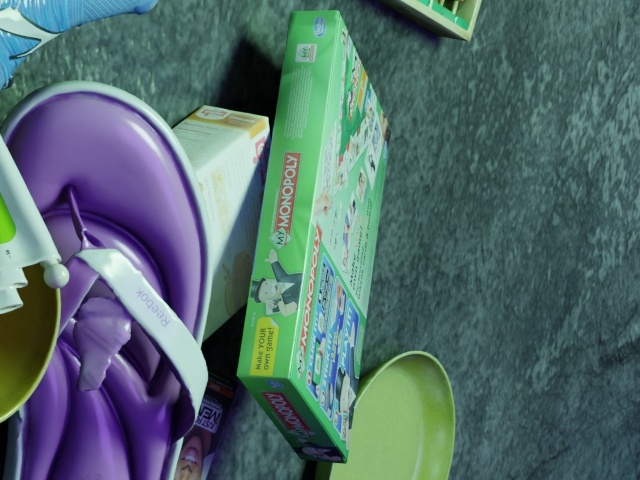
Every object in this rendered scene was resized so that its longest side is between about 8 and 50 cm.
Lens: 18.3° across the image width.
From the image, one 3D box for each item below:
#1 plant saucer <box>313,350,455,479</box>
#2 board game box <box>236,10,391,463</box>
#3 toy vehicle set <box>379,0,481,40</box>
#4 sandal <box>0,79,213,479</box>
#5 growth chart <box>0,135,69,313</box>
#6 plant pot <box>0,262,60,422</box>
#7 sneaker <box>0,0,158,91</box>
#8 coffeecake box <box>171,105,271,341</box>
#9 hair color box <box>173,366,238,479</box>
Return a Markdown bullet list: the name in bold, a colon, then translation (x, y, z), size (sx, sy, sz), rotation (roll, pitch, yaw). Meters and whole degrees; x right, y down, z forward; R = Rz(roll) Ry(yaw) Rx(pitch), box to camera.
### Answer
- **plant saucer**: translation (0.057, 0.221, 1.935), size (0.241, 0.037, 0.241), rotation (-26, 122, -52)
- **board game box**: translation (0.000, 0.000, 1.638), size (0.213, 0.046, 0.317), rotation (60, 35, -62)
- **toy vehicle set**: translation (0.085, -0.294, 1.788), size (0.267, 0.035, 0.166), rotation (19, 86, -59)
- **sandal**: translation (-0.152, 0.092, 1.420), size (0.169, 0.102, 0.416), rotation (-5, 112, -15)
- **growth chart**: translation (-0.274, -0.001, 1.222), size (0.237, 0.172, 0.021), rotation (-25, 162, -37)
- **plant pot**: translation (-0.253, 0.050, 1.318), size (0.134, 0.095, 0.134), rotation (-27, 123, -52)
- **sneaker**: translation (-0.224, -0.162, 1.287), size (0.330, 0.130, 0.147), rotation (-9, 125, -56)
- **coffeecake box**: translation (-0.109, 0.000, 1.555), size (0.185, 0.068, 0.142), rotation (-41, 134, -44)
- **hair color box**: translation (-0.121, 0.169, 1.623), size (0.072, 0.043, 0.141), rotation (33, 74, -58)
